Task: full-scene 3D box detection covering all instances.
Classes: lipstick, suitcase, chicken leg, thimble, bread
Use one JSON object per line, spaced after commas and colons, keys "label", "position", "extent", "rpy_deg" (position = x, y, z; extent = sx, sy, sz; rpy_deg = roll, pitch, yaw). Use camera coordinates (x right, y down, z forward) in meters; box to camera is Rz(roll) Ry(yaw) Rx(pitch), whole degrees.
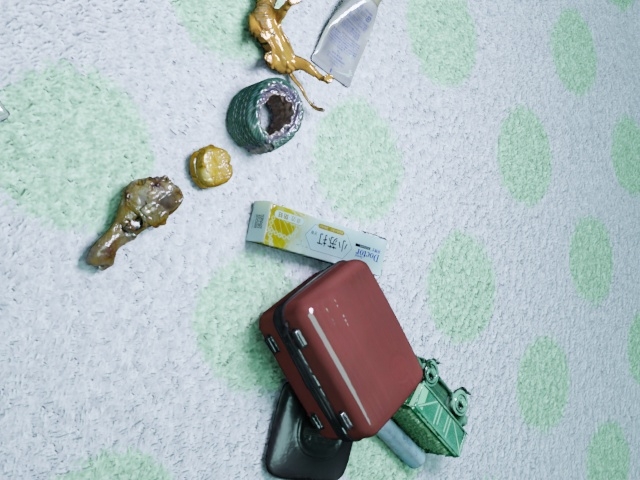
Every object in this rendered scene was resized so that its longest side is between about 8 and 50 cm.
{"label": "lipstick", "position": [0.168, 0.436, 1.477], "extent": [0.158, 0.048, 0.048], "rpy_deg": [48, 59, -26]}
{"label": "suitcase", "position": [0.043, 0.205, 1.285], "extent": [0.236, 0.161, 0.297], "rpy_deg": [-35, 99, -42]}
{"label": "chicken leg", "position": [-0.309, -0.032, 1.105], "extent": [0.198, 0.069, 0.085], "rpy_deg": [-52, 142, -22]}
{"label": "thimble", "position": [-0.102, -0.234, 1.267], "extent": [0.118, 0.090, 0.135], "rpy_deg": [45, 63, -26]}
{"label": "bread", "position": [-0.194, -0.132, 1.212], "extent": [0.081, 0.046, 0.083], "rpy_deg": [48, 58, -34]}

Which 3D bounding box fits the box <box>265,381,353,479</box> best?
{"label": "box", "position": [-0.007, 0.375, 1.339], "extent": [0.212, 0.042, 0.201], "rpy_deg": [23, 71, -36]}

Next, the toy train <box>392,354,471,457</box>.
{"label": "toy train", "position": [0.236, 0.361, 1.502], "extent": [0.269, 0.115, 0.154], "rpy_deg": [50, 58, -33]}

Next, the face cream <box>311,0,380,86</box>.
{"label": "face cream", "position": [0.061, -0.451, 1.446], "extent": [0.114, 0.070, 0.224], "rpy_deg": [29, 82, -35]}

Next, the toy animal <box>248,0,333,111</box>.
{"label": "toy animal", "position": [-0.067, -0.355, 1.314], "extent": [0.114, 0.116, 0.255], "rpy_deg": [-30, 113, -13]}

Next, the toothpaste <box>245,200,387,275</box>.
{"label": "toothpaste", "position": [0.000, 0.000, 1.354], "extent": [0.312, 0.071, 0.089], "rpy_deg": [17, 81, -39]}

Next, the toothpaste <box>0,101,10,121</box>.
{"label": "toothpaste", "position": [-0.523, -0.271, 0.951], "extent": [0.062, 0.039, 0.239], "rpy_deg": [-35, 111, -31]}
